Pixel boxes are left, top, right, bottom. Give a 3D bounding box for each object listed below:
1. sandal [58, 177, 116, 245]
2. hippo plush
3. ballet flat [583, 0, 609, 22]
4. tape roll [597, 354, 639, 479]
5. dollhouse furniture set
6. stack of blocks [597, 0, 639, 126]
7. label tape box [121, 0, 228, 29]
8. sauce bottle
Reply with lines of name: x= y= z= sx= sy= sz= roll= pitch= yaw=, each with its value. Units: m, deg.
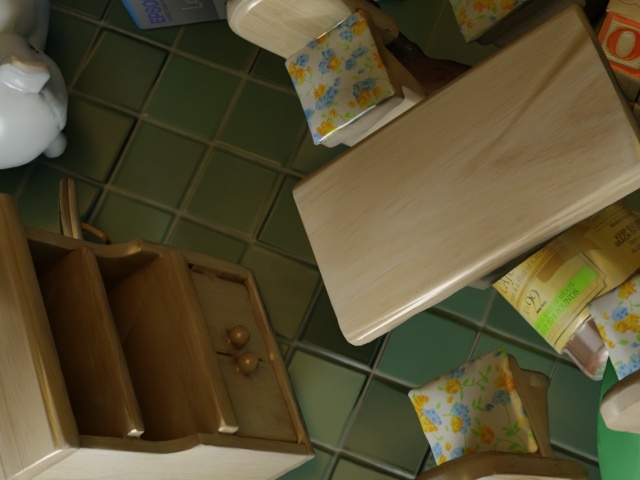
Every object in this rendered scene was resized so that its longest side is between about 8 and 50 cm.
sandal: x=-0.160 y=0.038 z=1.069 sx=0.049 sy=0.072 sz=0.180 roll=-15 pitch=73 yaw=-17
hippo plush: x=-0.311 y=-0.127 z=1.042 sx=0.236 sy=0.234 sz=0.294 roll=-7 pitch=71 yaw=3
ballet flat: x=0.220 y=-0.298 z=1.132 sx=0.095 sy=0.096 sz=0.281 roll=20 pitch=75 yaw=9
tape roll: x=0.345 y=0.126 z=0.941 sx=0.321 sy=0.077 sz=0.321 roll=1 pitch=87 yaw=-11
dollhouse furniture set: x=0.000 y=0.000 z=0.877 sx=0.394 sy=0.256 sz=0.362 roll=-32 pitch=64 yaw=26
stack of blocks: x=0.363 y=-0.139 z=1.076 sx=0.297 sy=0.087 sz=0.171 roll=21 pitch=75 yaw=10
label tape box: x=-0.105 y=-0.255 z=1.067 sx=0.333 sy=0.241 sz=0.106 roll=-6 pitch=74 yaw=3
sauce bottle: x=0.118 y=-0.050 z=1.055 sx=0.111 sy=0.111 sz=0.344 roll=-42 pitch=72 yaw=-9
